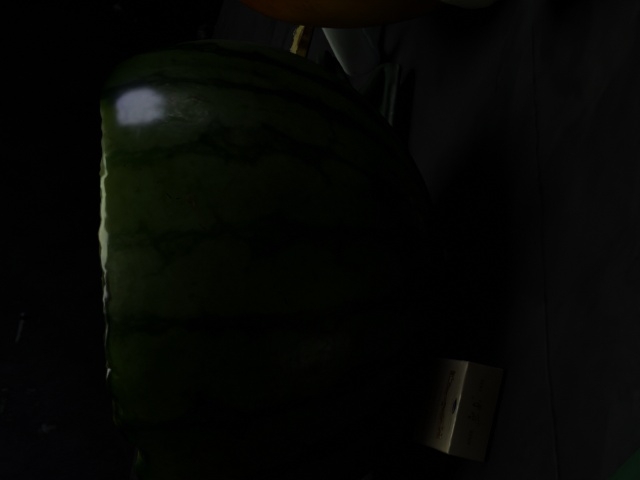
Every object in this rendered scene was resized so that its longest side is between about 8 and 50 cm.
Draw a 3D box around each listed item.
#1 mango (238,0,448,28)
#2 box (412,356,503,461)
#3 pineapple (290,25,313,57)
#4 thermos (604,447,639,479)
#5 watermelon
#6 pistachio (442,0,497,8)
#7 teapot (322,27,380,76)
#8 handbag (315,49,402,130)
[{"bbox_3d":[0.018,-0.242,1.095,0.199,0.201,0.350,-46,30,3],"label":"mango"},{"bbox_3d":[0.077,0.095,0.829,0.083,0.024,0.053,175,109,-78],"label":"box"},{"bbox_3d":[-0.023,-0.264,1.896,0.045,0.019,0.083,-155,79,-74],"label":"pineapple"},{"bbox_3d":[0.130,0.085,0.441,0.073,0.083,0.187,-57,-5,-36],"label":"thermos"},{"bbox_3d":[-0.012,0.032,0.906,0.331,0.189,0.330,-8,-90,-74],"label":"watermelon"},{"bbox_3d":[0.093,-0.249,0.756,0.226,0.208,0.332,53,157,17],"label":"pistachio"},{"bbox_3d":[-0.018,-0.344,1.415,0.280,0.252,0.423,48,-158,-61],"label":"teapot"},{"bbox_3d":[-0.002,-0.001,1.249,0.247,0.079,0.260,116,162,-57],"label":"handbag"}]
